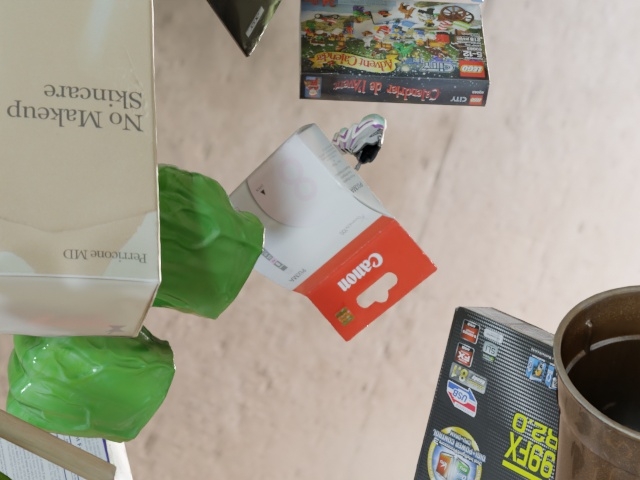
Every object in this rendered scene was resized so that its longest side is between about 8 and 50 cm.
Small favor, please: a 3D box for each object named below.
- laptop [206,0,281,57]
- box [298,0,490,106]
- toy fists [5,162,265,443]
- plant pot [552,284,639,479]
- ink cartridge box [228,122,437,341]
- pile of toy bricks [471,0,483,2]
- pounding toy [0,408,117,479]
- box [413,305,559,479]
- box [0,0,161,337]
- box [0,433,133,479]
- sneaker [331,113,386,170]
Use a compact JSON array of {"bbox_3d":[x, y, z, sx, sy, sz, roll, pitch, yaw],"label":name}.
[{"bbox_3d":[-0.111,-0.347,1.467,0.234,0.264,0.136,-62,-169,-13],"label":"laptop"},{"bbox_3d":[0.089,-0.238,1.979,0.159,0.233,0.044,-91,-175,-45],"label":"box"},{"bbox_3d":[-0.178,0.054,1.395,0.142,0.096,0.279,22,111,-41],"label":"toy fists"},{"bbox_3d":[0.235,0.146,1.117,0.167,0.167,0.165,-36,143,-40],"label":"plant pot"},{"bbox_3d":[0.000,0.000,1.918,0.189,0.232,0.066,-41,174,38],"label":"ink cartridge box"},{"bbox_3d":[0.088,-0.279,1.242,0.118,0.105,0.212,94,5,-54],"label":"pile of toy bricks"},{"bbox_3d":[-0.206,0.155,0.918,0.110,0.183,0.237,-53,-166,38],"label":"pounding toy"},{"bbox_3d":[0.229,0.211,1.675,0.060,0.270,0.216,4,104,-42],"label":"box"},{"bbox_3d":[-0.208,-0.086,1.257,0.121,0.148,0.311,123,-35,-60],"label":"box"},{"bbox_3d":[-0.298,0.268,1.847,0.137,0.126,0.072,-24,145,8],"label":"box"},{"bbox_3d":[0.046,-0.116,2.050,0.038,0.098,0.069,24,53,-28],"label":"sneaker"}]
